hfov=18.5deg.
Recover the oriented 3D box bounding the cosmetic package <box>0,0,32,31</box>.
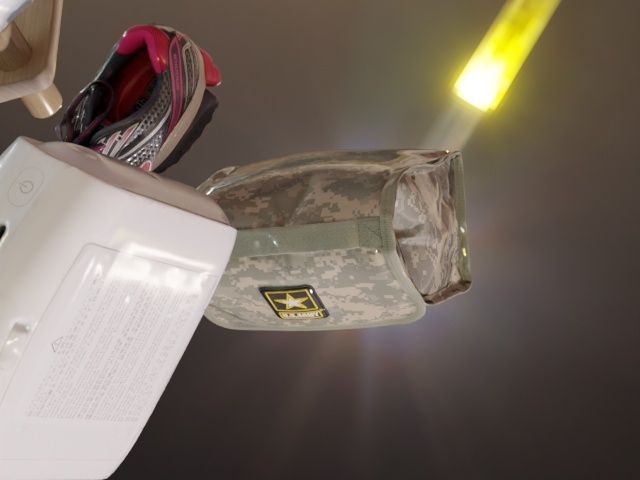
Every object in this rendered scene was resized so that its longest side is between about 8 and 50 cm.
[{"bbox_3d":[-0.419,-0.248,1.755,0.284,0.377,0.097,54,-169,33],"label":"cosmetic package"}]

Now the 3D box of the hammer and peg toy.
[{"bbox_3d":[-0.386,-0.253,2.034,0.127,0.266,0.361,62,-161,-44],"label":"hammer and peg toy"}]

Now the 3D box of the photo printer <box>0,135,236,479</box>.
[{"bbox_3d":[-0.197,0.057,1.452,0.107,0.256,0.307,28,-177,18],"label":"photo printer"}]

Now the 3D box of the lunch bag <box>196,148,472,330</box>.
[{"bbox_3d":[0.000,0.000,1.894,0.235,0.169,0.287,-3,-175,20],"label":"lunch bag"}]

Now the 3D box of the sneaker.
[{"bbox_3d":[-0.209,-0.064,1.779,0.121,0.299,0.112,26,177,23],"label":"sneaker"}]
